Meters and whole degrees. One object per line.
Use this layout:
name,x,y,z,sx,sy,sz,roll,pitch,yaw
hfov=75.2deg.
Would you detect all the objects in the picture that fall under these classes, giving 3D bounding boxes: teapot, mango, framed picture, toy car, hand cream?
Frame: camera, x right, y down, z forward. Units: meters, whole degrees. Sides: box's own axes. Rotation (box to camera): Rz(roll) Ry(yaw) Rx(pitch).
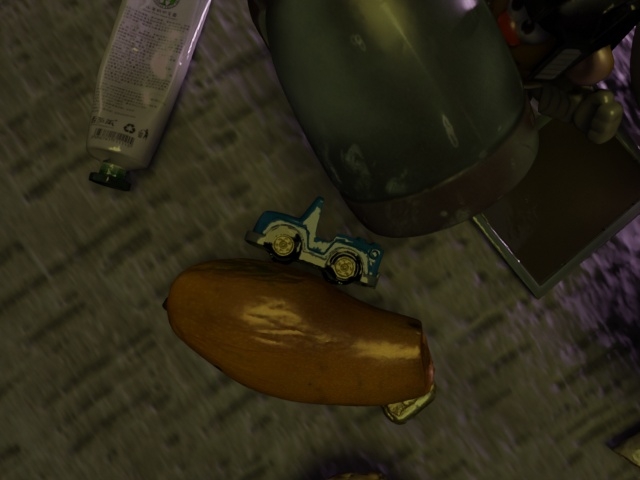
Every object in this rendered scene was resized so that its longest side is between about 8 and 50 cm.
teapot,0.046,-0.198,0.472,0.233,0.315,0.312,-45,120,-15
mango,-0.027,0.124,0.535,0.359,0.187,0.144,21,44,-3
framed picture,0.361,-0.077,0.627,0.274,0.017,0.217,-38,92,-2
toy car,0.000,0.000,0.572,0.191,0.097,0.100,20,83,-3
hand cream,-0.247,-0.235,0.584,0.121,0.076,0.336,14,83,-8

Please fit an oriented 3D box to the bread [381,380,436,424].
bread,0.130,0.230,0.610,0.088,0.033,0.049,-39,77,-6

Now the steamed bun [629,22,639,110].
steamed bun,0.537,-0.250,0.460,0.334,0.374,0.334,-13,59,22

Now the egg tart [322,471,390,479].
egg tart,0.056,0.449,0.566,0.288,0.118,0.288,0,91,-1

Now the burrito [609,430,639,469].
burrito,0.551,0.283,0.614,0.226,0.060,0.087,-34,86,-1

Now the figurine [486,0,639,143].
figurine,0.251,-0.253,0.493,0.308,0.308,0.143,40,84,-2
